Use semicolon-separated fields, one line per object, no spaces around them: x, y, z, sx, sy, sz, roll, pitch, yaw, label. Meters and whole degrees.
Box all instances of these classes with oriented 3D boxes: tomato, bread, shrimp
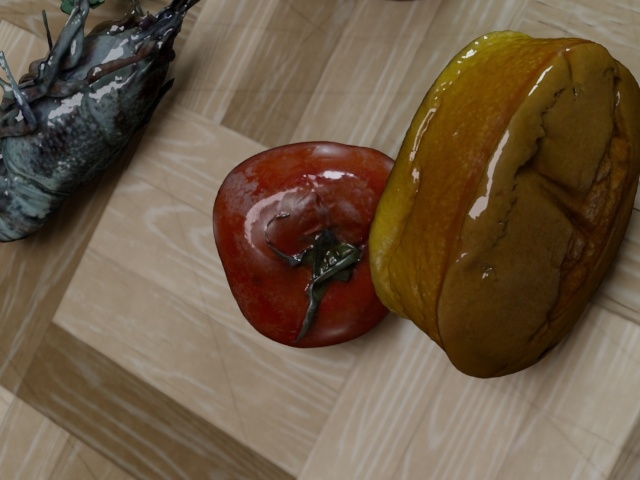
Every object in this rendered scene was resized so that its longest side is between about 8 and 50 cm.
0.000;0.000;1.251;0.187;0.151;0.187;-1;101;-4;tomato
0.150;-0.029;1.139;0.143;0.195;0.269;29;98;39;bread
-0.243;-0.150;1.417;0.372;0.172;0.137;-55;52;16;shrimp

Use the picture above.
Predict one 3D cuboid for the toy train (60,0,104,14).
-0.229;-0.285;1.443;0.099;0.149;0.081;-27;46;23;toy train
